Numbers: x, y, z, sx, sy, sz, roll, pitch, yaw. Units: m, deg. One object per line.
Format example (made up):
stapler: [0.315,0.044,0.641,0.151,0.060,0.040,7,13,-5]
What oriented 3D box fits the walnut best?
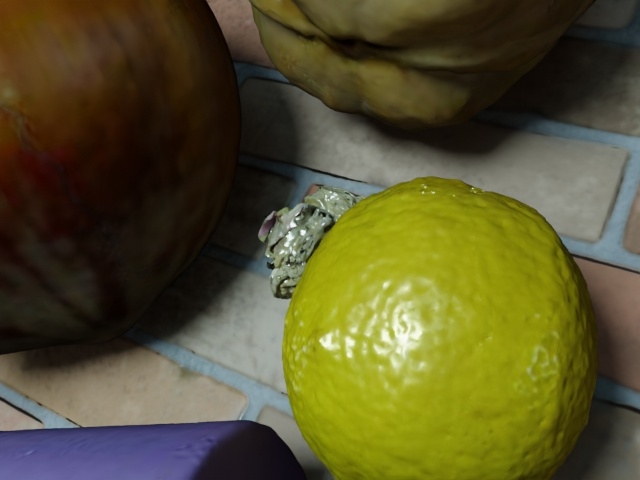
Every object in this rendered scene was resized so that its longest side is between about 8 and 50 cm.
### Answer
walnut: [0.086,-0.267,0.473,0.306,0.306,0.344,9,68,23]

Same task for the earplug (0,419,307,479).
earplug: [-0.245,0.230,0.436,0.455,0.215,0.215,-4,66,22]

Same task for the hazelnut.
hazelnut: [-0.265,-0.083,0.502,0.409,0.359,0.359,-34,60,12]

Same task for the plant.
plant: [0.000,0.000,0.530,0.116,0.105,0.122,-7,22,-22]

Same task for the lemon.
lemon: [0.072,0.067,0.394,0.192,0.192,0.231,12,69,24]
